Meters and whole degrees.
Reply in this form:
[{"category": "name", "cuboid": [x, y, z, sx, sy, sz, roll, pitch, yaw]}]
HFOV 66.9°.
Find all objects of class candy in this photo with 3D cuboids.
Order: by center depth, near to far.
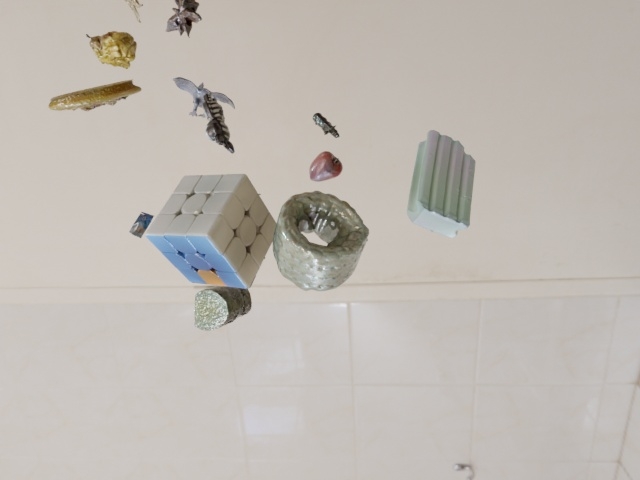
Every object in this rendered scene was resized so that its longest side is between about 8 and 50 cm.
[{"category": "candy", "cuboid": [-0.909, -0.080, 2.459, 0.038, 0.088, 0.136, 69, -138, -63]}]

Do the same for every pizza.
[{"category": "pizza", "cuboid": [-0.904, -0.579, 1.951, 0.268, 0.257, 0.087, -50, -51, -61]}]

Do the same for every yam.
[{"category": "yam", "cuboid": [-0.458, 0.313, 2.352, 0.271, 0.201, 0.202, -14, -74, -71]}]

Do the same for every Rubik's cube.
[{"category": "Rubik's cube", "cuboid": [-0.368, -0.033, 1.705, 0.292, 0.290, 0.291, 59, -137, -44]}]

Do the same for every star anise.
[{"category": "star anise", "cuboid": [-0.365, -0.587, 1.274, 0.056, 0.129, 0.124, -3, -108, -55]}]

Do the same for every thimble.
[{"category": "thimble", "cuboid": [0.000, 0.000, 1.486, 0.195, 0.291, 0.291, 111, 166, -50]}]

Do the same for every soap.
[{"category": "soap", "cuboid": [0.366, -0.172, 1.463, 0.095, 0.172, 0.290, 130, 158, -60]}]

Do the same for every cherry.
[{"category": "cherry", "cuboid": [0.017, -0.267, 1.728, 0.087, 0.126, 0.106, -88, -19, -47]}]

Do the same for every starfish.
[{"category": "starfish", "cuboid": [-0.939, -1.199, 2.318, 0.231, 0.048, 0.295, 48, 164, 12]}]

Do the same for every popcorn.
[{"category": "popcorn", "cuboid": [-0.803, -0.751, 1.913, 0.163, 0.194, 0.140, -26, -62, -60]}]

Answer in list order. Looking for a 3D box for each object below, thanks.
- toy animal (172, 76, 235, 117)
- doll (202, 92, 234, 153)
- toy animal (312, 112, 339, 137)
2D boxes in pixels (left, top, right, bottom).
[{"category": "toy animal", "cuboid": [-0.447, -0.546, 1.805, 0.255, 0.239, 0.176, -14, 68, 56]}, {"category": "doll", "cuboid": [-0.328, -0.368, 1.526, 0.091, 0.067, 0.219, 33, -147, -61]}, {"category": "toy animal", "cuboid": [0.023, -0.417, 1.771, 0.136, 0.047, 0.065, 49, -179, 22]}]
